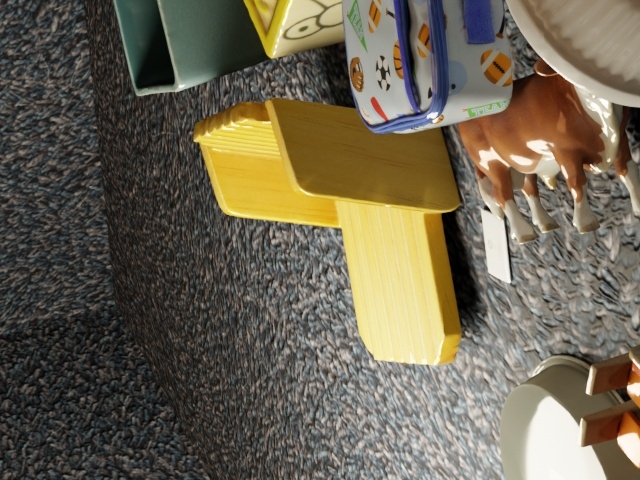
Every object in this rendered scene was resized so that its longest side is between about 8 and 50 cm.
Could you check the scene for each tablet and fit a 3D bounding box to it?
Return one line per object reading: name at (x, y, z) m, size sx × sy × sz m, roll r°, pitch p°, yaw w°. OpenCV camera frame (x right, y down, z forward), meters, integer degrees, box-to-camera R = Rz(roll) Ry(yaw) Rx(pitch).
tablet at (0.209, 0.006, 1.732) m, size 0.054 × 0.006 × 0.083 m, roll -149°, pitch 47°, yaw -63°

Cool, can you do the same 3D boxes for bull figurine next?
bull figurine at (0.238, -0.101, 1.434) m, size 0.310 × 0.101 × 0.188 m, roll -11°, pitch 96°, yaw 70°

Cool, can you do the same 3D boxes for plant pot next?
plant pot at (-0.143, -0.355, 2.048) m, size 0.247 × 0.252 × 0.248 m, roll -169°, pitch 65°, yaw -69°

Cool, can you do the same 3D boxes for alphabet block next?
alphabet block at (0.012, -0.356, 1.711) m, size 0.192 × 0.197 × 0.193 m, roll 115°, pitch 136°, yaw -61°

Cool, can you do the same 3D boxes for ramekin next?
ramekin at (0.259, -0.220, 1.153) m, size 0.109 × 0.207 × 0.207 m, roll -47°, pitch 60°, yaw 57°

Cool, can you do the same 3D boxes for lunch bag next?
lunch bag at (0.099, -0.262, 1.438) m, size 0.243 × 0.115 × 0.303 m, roll 179°, pitch 83°, yaw -74°

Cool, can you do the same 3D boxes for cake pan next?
cake pan at (0.291, 0.277, 1.646) m, size 0.293 × 0.054 × 0.293 m, roll 165°, pitch 90°, yaw -70°

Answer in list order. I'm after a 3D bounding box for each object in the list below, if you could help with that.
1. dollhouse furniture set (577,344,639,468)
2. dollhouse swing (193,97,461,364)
dollhouse furniture set at (0.337, 0.192, 1.333) m, size 0.262 × 0.135 × 0.259 m, roll -126°, pitch 28°, yaw -44°
dollhouse swing at (0.000, 0.000, 1.910) m, size 0.347 × 0.315 × 0.305 m, roll 175°, pitch 101°, yaw -70°
